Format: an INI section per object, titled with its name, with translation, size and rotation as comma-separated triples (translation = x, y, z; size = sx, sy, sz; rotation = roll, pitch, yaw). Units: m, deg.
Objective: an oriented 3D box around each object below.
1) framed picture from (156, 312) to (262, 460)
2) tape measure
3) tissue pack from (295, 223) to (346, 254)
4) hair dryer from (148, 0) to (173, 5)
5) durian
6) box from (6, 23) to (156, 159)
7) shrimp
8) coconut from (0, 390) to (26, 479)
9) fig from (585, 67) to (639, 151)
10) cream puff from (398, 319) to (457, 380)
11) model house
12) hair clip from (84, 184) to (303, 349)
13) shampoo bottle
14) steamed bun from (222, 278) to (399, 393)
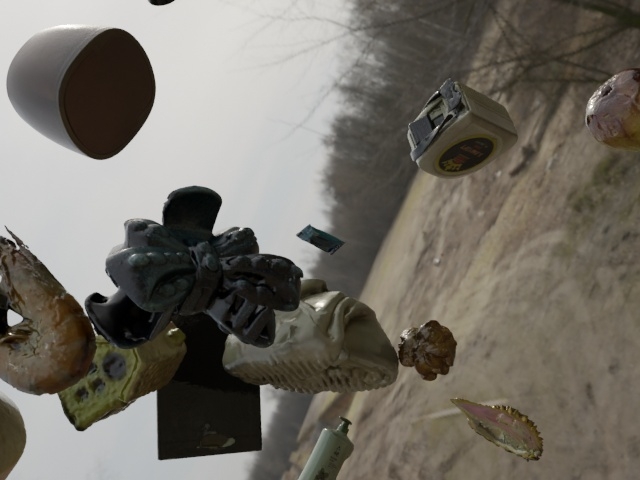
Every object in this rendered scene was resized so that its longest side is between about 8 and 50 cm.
[framed picture]
translation = -0.249, 0.316, 1.709
size = 0.013, 0.244, 0.324
rotation = -21, 69, 61
[tape measure]
translation = 0.300, -0.253, 1.779
size = 0.231, 0.271, 0.133
rotation = -34, 60, 33
[tissue pack]
translation = 0.000, 0.000, 2.303
size = 0.085, 0.138, 0.028
rotation = -37, 37, 46
[hair dryer]
translation = -0.279, -0.597, 1.614
size = 0.195, 0.248, 0.078
rotation = 80, -161, -55
[durian]
translation = 0.370, 0.376, 1.594
size = 0.078, 0.224, 0.140
rotation = -56, 10, -14
[box]
translation = -0.560, -0.360, 1.770
size = 0.301, 0.216, 0.301
rotation = -41, -38, -43
[shrimp]
translation = -0.444, 0.104, 1.116
size = 0.152, 0.287, 0.063
rotation = -40, -17, -8
[coconut]
translation = -0.762, 0.401, 1.539
size = 0.329, 0.329, 0.329
rotation = 22, -90, -87
[fig]
translation = 0.629, -0.222, 1.485
size = 0.160, 0.231, 0.143
rotation = -45, -7, 3
[cream puff]
translation = 0.207, 0.211, 1.492
size = 0.116, 0.094, 0.122
rotation = -64, 26, -6
[model house]
translation = -0.403, 0.244, 1.551
size = 0.234, 0.175, 0.193
rotation = -37, -10, 15
[hair clip]
translation = -0.190, 0.055, 1.125
size = 0.194, 0.310, 0.206
rotation = -53, 47, 33
[shampoo bottle]
translation = 0.025, 0.599, 2.092
size = 0.087, 0.118, 0.234
rotation = 9, 64, 47
[steamed bun]
translation = -0.021, 0.186, 1.561
size = 0.324, 0.309, 0.219
rotation = -19, 59, 38
